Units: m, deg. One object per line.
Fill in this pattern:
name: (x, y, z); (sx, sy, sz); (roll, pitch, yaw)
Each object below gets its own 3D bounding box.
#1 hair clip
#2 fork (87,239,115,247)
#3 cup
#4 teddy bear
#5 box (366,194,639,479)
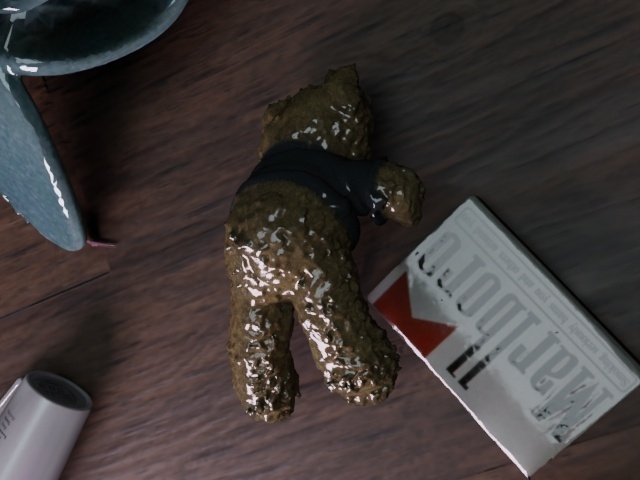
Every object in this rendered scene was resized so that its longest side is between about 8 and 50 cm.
hair clip: (-0.254, -0.226, 0.644); (0.318, 0.392, 0.238); (33, 71, 17)
fork: (-0.224, -0.019, 0.769); (0.115, 0.016, 0.012); (30, 77, 15)
cup: (-0.254, 0.167, 0.759); (0.104, 0.074, 0.116); (34, 98, 43)
teddy bear: (-0.011, -0.003, 0.625); (0.182, 0.129, 0.251); (-8, 71, 30)
box: (0.132, 0.069, 0.645); (0.115, 0.036, 0.177); (-46, 78, 14)
